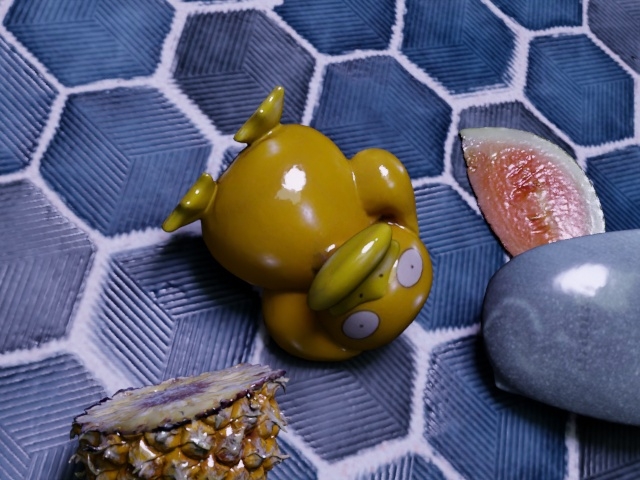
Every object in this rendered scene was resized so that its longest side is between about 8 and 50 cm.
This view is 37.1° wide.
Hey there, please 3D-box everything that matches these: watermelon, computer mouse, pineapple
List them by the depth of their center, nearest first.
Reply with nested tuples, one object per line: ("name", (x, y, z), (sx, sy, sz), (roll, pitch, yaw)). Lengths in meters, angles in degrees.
("pineapple", (-0.102, 0.185, 0.754), (0.176, 0.161, 0.137), (-18, 97, -33))
("computer mouse", (0.341, 0.089, 0.955), (0.374, 0.114, 0.203), (0, 88, -19))
("watermelon", (0.240, -0.034, 1.052), (0.119, 0.063, 0.245), (-17, 70, -13))

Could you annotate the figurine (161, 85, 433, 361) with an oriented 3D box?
("figurine", (-0.006, -0.005, 0.875), (0.228, 0.215, 0.215), (41, 56, 18))
